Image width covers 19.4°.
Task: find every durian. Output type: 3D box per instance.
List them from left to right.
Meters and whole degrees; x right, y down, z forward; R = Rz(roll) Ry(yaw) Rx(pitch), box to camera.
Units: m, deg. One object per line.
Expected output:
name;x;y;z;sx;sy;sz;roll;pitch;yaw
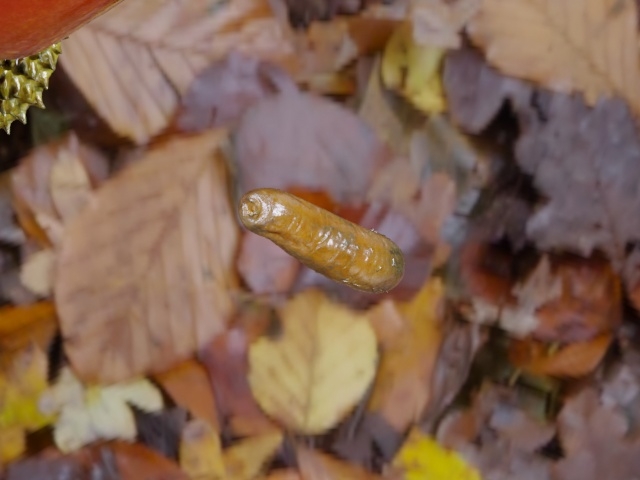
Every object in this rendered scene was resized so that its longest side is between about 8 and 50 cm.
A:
durian;-0.321;-0.152;1.562;0.144;0.252;0.139;-2;59;-46

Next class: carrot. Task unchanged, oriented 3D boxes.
carrot;0.000;0.000;1.677;0.186;0.060;0.060;25;64;-35

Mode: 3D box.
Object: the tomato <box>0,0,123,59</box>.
tomato;-0.178;-0.208;1.018;0.260;0.260;0.180;-3;53;-1
